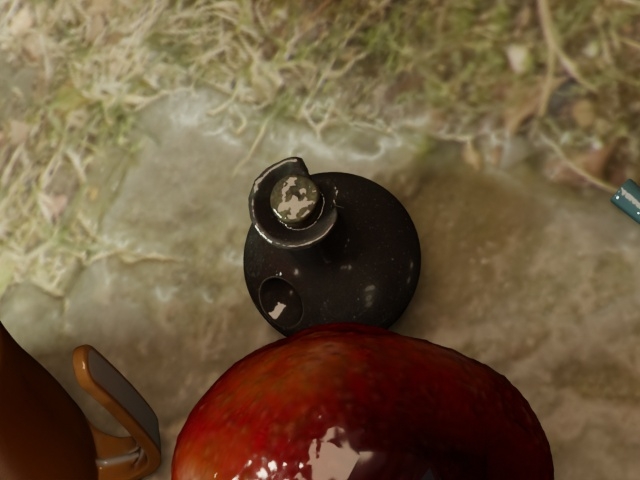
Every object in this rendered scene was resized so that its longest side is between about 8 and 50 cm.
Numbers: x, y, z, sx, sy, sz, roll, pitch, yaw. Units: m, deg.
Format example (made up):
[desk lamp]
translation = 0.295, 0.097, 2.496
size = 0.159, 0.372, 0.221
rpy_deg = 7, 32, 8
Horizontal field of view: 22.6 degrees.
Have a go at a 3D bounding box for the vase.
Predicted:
[vase]
translation = 0.000, 0.000, 1.028
size = 0.120, 0.183, 0.120
rpy_deg = -3, 72, 10

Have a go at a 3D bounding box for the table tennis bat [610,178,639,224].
[table tennis bat]
translation = 0.256, 0.016, 1.062
size = 0.155, 0.019, 0.100
rpy_deg = 42, 85, 17

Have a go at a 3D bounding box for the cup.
[cup]
translation = -0.220, 0.119, 1.006
size = 0.226, 0.264, 0.182
rpy_deg = -8, 64, -3

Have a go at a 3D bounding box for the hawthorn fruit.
[hawthorn fruit]
translation = -0.001, 0.155, 0.975
size = 0.266, 0.230, 0.210
rpy_deg = 10, 61, 40
